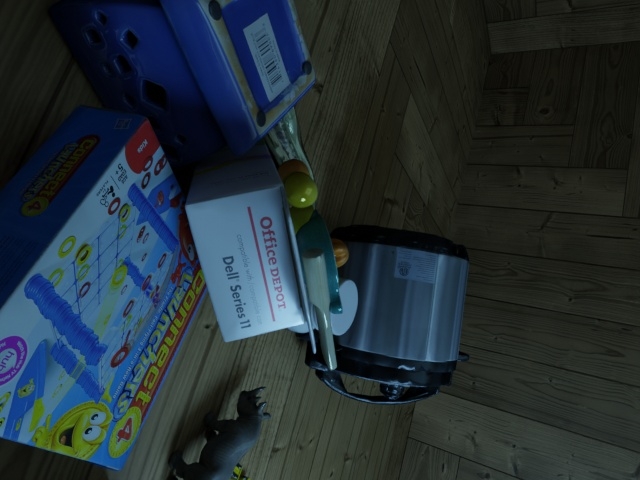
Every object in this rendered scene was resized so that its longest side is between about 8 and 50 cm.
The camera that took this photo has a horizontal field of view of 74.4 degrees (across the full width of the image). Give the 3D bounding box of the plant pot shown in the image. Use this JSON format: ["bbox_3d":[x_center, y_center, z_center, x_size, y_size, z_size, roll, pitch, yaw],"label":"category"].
[{"bbox_3d":[-0.151,-0.250,0.571,0.235,0.212,0.235,-57,142,-37],"label":"plant pot"}]

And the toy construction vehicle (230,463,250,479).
[{"bbox_3d":[-0.187,0.520,0.886,0.098,0.035,0.085,70,30,-43],"label":"toy construction vehicle"}]

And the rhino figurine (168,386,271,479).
[{"bbox_3d":[-0.173,0.371,0.791,0.243,0.107,0.073,-47,136,-44],"label":"rhino figurine"}]

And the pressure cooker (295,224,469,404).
[{"bbox_3d":[0.160,0.193,1.055,0.376,0.370,0.419,18,79,-56],"label":"pressure cooker"}]

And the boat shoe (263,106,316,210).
[{"bbox_3d":[-0.079,-0.167,0.843,0.090,0.104,0.285,-23,118,-13],"label":"boat shoe"}]

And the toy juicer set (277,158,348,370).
[{"bbox_3d":[0.000,0.000,0.651,0.209,0.090,0.328,87,-11,-45],"label":"toy juicer set"}]

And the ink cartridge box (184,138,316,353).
[{"bbox_3d":[-0.105,-0.006,0.605,0.353,0.119,0.206,-117,-164,-63],"label":"ink cartridge box"}]

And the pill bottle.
[{"bbox_3d":[-0.053,0.105,0.806,0.131,0.230,0.131,-22,116,-56],"label":"pill bottle"}]

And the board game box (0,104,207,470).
[{"bbox_3d":[-0.249,0.069,0.479,0.301,0.086,0.308,85,19,-56],"label":"board game box"}]
